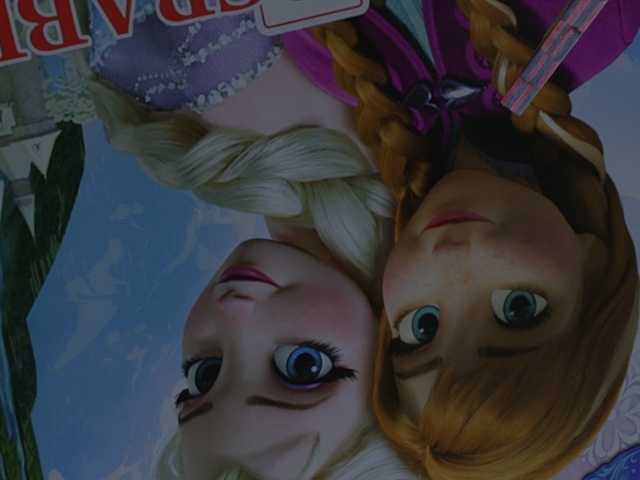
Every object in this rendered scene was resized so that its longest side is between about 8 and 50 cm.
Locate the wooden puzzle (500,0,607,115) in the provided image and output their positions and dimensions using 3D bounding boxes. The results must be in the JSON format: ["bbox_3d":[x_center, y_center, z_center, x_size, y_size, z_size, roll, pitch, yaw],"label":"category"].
[{"bbox_3d":[0.063,-0.059,0.359,0.006,0.083,0.049,35,-132,1],"label":"wooden puzzle"}]

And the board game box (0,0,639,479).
[{"bbox_3d":[0.000,0.000,0.500,0.319,0.318,0.066,-17,-166,-19],"label":"board game box"}]
